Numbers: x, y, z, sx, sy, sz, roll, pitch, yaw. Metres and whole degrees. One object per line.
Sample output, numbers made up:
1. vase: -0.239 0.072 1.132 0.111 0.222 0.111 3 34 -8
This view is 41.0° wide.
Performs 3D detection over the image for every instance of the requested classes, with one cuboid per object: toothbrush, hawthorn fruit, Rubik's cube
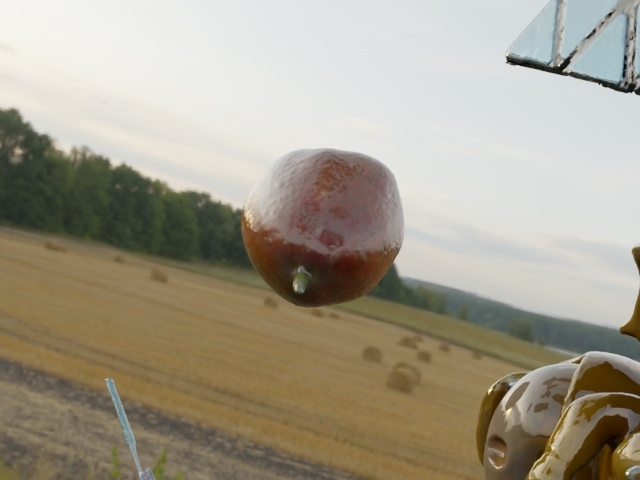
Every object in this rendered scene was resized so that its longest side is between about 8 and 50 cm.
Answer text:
1. toothbrush: -0.204 0.204 0.915 0.011 0.014 0.167 39 10 -44
2. hawthorn fruit: 0.000 0.000 1.004 0.199 0.199 0.251 14 31 1
3. Rubik's cube: 0.266 -0.183 0.571 0.190 0.178 0.211 -2 22 -27

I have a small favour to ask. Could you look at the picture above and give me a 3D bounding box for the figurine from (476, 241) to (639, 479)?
1. figurine: 0.321 0.223 0.747 0.401 0.268 0.387 43 -1 1
